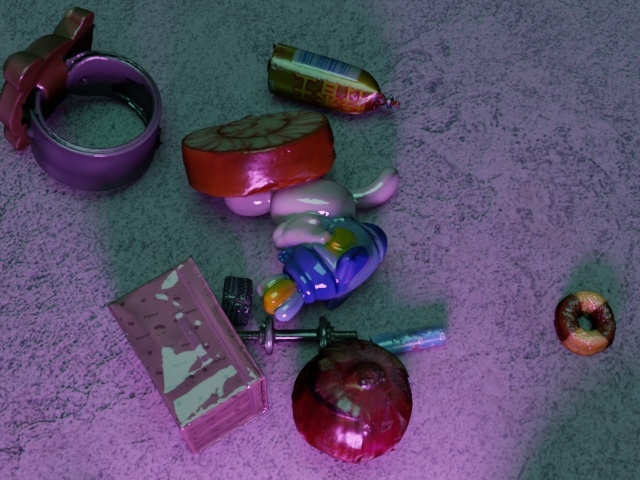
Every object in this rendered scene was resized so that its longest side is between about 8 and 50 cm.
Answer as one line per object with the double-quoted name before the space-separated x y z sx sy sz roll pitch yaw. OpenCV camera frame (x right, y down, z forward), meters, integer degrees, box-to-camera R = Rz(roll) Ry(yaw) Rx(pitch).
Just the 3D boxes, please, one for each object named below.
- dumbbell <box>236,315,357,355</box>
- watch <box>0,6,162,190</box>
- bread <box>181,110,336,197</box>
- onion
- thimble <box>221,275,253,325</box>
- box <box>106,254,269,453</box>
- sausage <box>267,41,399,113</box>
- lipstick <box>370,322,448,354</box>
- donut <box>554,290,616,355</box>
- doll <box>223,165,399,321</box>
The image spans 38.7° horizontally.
"dumbbell" -0.050 0.196 1.882 0.254 0.081 0.082 0 66 0
"watch" -0.501 -0.298 2.012 0.327 0.314 0.335 30 58 -1
"bread" -0.130 -0.188 1.957 0.327 0.295 0.114 -12 111 -10
"onion" 0.066 0.307 1.778 0.246 0.190 0.246 7 51 -9
"thimble" -0.176 0.127 1.906 0.066 0.104 0.095 8 107 -7
"box" -0.254 0.228 1.787 0.190 0.225 0.297 -29 68 -13
"sausage" 0.032 -0.355 2.109 0.317 0.125 0.117 18 64 4
"lipstick" 0.185 0.209 1.898 0.157 0.048 0.048 -10 67 -6
"donut" 0.561 0.168 1.918 0.140 0.059 0.140 -1 65 2
"doll" 0.003 0.004 1.930 0.376 0.187 0.366 -16 56 11
